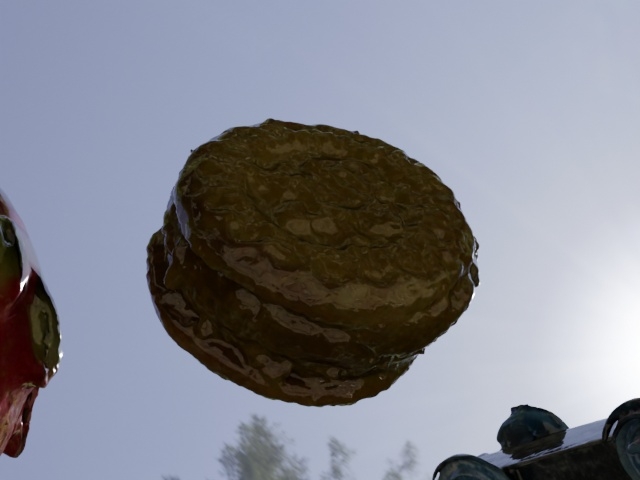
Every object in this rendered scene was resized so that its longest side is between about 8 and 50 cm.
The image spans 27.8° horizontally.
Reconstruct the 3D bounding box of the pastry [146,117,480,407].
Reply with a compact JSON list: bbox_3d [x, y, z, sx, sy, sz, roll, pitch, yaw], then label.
[{"bbox_3d":[0.000,0.000,0.956,0.240,0.132,0.235,19,-137,-4],"label":"pastry"}]

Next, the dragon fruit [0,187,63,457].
[{"bbox_3d":[-0.304,0.077,0.866,0.231,0.237,0.302,-17,-62,-55],"label":"dragon fruit"}]

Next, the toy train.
[{"bbox_3d":[0.222,0.204,0.914,0.131,0.300,0.201,-23,-92,-46],"label":"toy train"}]
